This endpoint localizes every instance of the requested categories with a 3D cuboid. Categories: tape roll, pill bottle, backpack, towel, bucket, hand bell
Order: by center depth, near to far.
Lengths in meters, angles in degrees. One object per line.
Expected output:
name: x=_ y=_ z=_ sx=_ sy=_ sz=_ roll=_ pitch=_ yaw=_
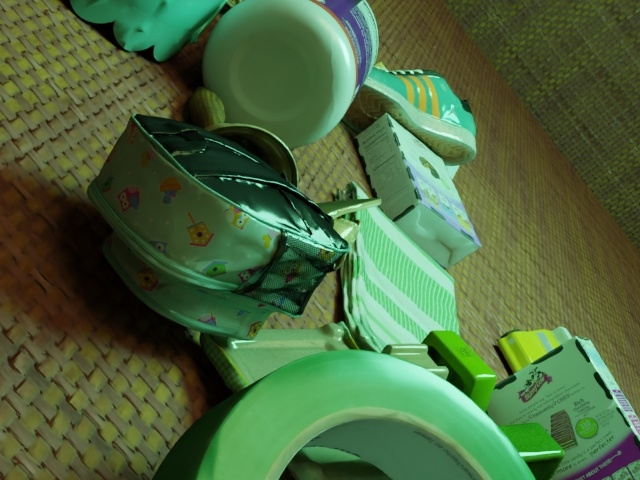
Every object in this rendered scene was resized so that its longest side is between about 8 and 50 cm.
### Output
tape roll: x=0.033 y=0.233 z=0.639 sx=0.321 sy=0.077 sz=0.321 roll=19 pitch=55 yaw=-29
backpack: x=-0.096 y=-0.013 z=0.796 sx=0.166 sy=0.144 sz=0.188 roll=46 pitch=7 yaw=37
hand bell: x=-0.112 y=-0.109 z=1.027 sx=0.126 sy=0.126 sz=0.242 roll=40 pitch=12 yaw=-31
bucket: x=-0.194 y=-0.364 z=1.092 sx=0.281 sy=0.183 sz=0.281 roll=43 pitch=24 yaw=-24
towel: x=0.110 y=0.086 z=1.227 sx=0.248 sy=0.038 sz=0.325 roll=43 pitch=24 yaw=-26
pill bottle: x=-0.025 y=-0.242 z=1.253 sx=0.181 sy=0.181 sz=0.323 roll=49 pitch=22 yaw=-10

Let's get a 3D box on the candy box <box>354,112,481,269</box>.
candy box: x=0.147 y=-0.075 z=1.500 sx=0.165 sy=0.070 sz=0.196 roll=32 pitch=30 yaw=-42

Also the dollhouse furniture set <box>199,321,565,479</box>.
dollhouse furniture set: x=0.033 y=0.191 z=0.878 sx=0.301 sy=0.151 sz=0.197 roll=4 pitch=30 yaw=-38

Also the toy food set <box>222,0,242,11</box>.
toy food set: x=-0.150 y=-0.379 z=1.401 sx=0.192 sy=0.038 sz=0.132 roll=53 pitch=22 yaw=0

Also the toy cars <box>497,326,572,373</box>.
toy cars: x=0.423 y=0.251 z=1.543 sx=0.393 sy=0.087 sz=0.176 roll=46 pitch=23 yaw=-18

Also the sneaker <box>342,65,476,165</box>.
sneaker: x=0.129 y=-0.225 z=1.569 sx=0.302 sy=0.108 sz=0.121 roll=23 pitch=57 yaw=-35

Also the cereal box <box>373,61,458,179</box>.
cereal box: x=0.144 y=-0.191 z=1.700 sx=0.240 sy=0.047 sz=0.173 roll=52 pitch=23 yaw=-5

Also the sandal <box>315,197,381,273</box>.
sandal: x=-0.006 y=0.000 z=1.106 sx=0.240 sy=0.088 sz=0.079 roll=-13 pitch=99 yaw=-59

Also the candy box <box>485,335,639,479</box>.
candy box: x=0.325 y=0.260 z=1.234 sx=0.071 sy=0.159 sz=0.233 roll=16 pitch=43 yaw=-59
